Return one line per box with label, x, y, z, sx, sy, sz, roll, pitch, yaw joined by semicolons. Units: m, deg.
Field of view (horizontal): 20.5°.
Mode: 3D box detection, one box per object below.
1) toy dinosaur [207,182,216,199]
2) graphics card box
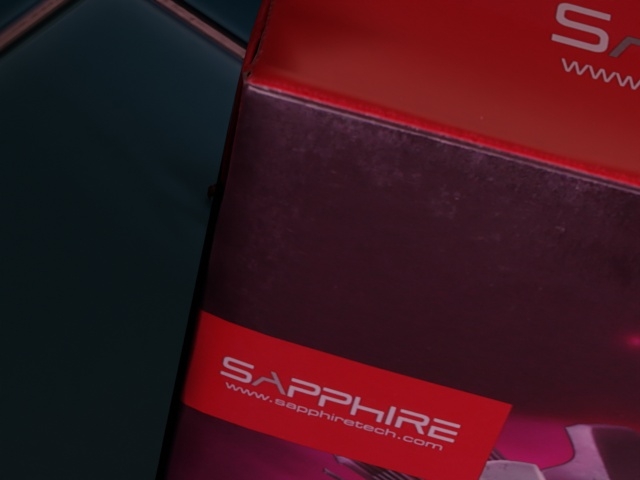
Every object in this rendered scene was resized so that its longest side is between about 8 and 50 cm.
toy dinosaur;0.000;0.000;0.798;0.082;0.047;0.090;12;37;-27
graphics card box;0.067;0.076;0.536;0.232;0.371;0.094;15;50;-2
